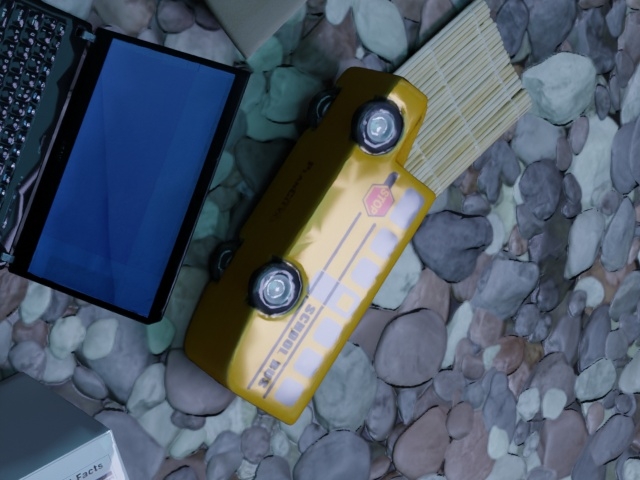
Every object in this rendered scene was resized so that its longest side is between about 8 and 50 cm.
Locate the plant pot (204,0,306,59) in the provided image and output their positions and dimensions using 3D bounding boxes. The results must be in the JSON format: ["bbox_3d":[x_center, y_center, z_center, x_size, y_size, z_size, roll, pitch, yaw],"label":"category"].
[{"bbox_3d":[-0.061,-0.243,1.100,0.096,0.109,0.109,43,103,-14],"label":"plant pot"}]

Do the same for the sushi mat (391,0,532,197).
[{"bbox_3d":[0.101,-0.110,1.299,0.316,0.019,0.151,-43,119,-20],"label":"sushi mat"}]

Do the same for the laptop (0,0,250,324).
[{"bbox_3d":[-0.234,-0.083,1.005,0.264,0.137,0.234,22,86,-35],"label":"laptop"}]

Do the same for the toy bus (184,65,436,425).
[{"bbox_3d":[0.000,0.000,1.177,0.130,0.108,0.332,35,85,-30],"label":"toy bus"}]

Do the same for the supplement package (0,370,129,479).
[{"bbox_3d":[-0.257,0.287,1.021,0.198,0.199,0.262,-27,113,-28],"label":"supplement package"}]
